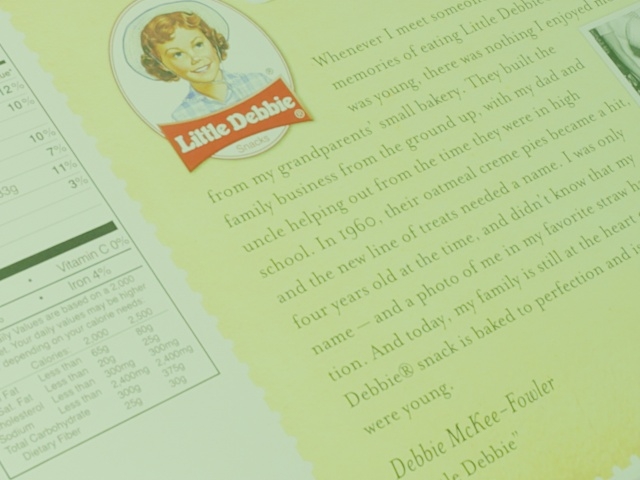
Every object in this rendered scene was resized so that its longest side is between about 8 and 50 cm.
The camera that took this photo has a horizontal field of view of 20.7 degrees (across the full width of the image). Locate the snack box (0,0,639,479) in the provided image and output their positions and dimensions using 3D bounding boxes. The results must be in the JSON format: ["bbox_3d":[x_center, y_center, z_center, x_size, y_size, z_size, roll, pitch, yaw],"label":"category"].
[{"bbox_3d":[0.000,0.000,0.423,0.322,0.060,0.187,-25,71,-30],"label":"snack box"}]
